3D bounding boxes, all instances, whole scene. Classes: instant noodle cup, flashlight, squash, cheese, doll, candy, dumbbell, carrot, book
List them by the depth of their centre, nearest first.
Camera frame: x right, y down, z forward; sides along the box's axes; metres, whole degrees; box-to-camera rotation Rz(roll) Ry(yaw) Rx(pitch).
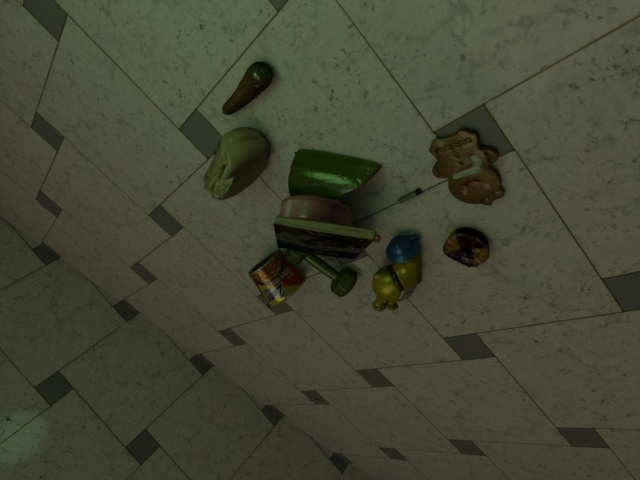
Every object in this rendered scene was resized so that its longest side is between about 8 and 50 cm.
[{"bbox_3d":[-0.243,-0.450,1.308,0.078,0.078,0.298,47,144,-18],"label":"carrot"},{"bbox_3d":[0.280,-0.139,1.320,0.018,0.018,0.083,48,138,-16],"label":"flashlight"},{"bbox_3d":[0.037,-0.174,1.375,0.289,0.111,0.203,16,140,16],"label":"squash"},{"bbox_3d":[-0.016,-0.076,1.395,0.256,0.094,0.255,8,170,1],"label":"candy"},{"bbox_3d":[0.000,0.000,1.410,0.301,0.039,0.428,8,169,-2],"label":"book"},{"bbox_3d":[-0.288,-0.254,1.412,0.127,0.233,0.266,42,138,5],"label":"cheese"},{"bbox_3d":[0.283,0.115,1.510,0.200,0.145,0.362,-3,133,-19],"label":"doll"},{"bbox_3d":[0.004,0.101,1.678,0.302,0.121,0.108,36,112,-4],"label":"dumbbell"},{"bbox_3d":[-0.193,0.155,1.799,0.213,0.213,0.174,-27,105,46],"label":"instant noodle cup"}]

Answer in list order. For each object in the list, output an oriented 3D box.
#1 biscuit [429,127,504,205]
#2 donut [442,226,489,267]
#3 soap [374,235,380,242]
[{"bbox_3d":[0.408,-0.192,1.171,0.184,0.035,0.248,-12,124,40],"label":"biscuit"},{"bbox_3d":[0.463,0.018,1.334,0.141,0.059,0.140,18,139,17],"label":"donut"},{"bbox_3d":[0.174,-0.015,1.521,0.089,0.012,0.034,20,140,14],"label":"soap"}]
